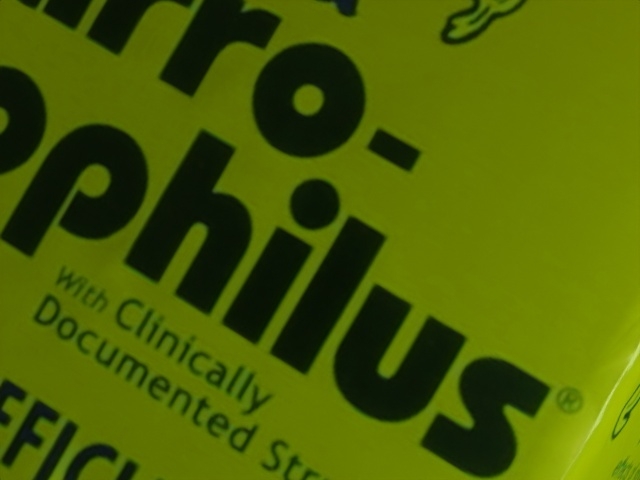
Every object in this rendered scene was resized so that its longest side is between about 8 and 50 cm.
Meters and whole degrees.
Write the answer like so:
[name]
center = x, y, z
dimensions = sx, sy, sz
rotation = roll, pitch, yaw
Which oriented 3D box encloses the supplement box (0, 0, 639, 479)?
[supplement box]
center = 0.000, 0.000, 0.486
dimensions = 0.356, 0.194, 0.195
rotation = -60, 163, 0
